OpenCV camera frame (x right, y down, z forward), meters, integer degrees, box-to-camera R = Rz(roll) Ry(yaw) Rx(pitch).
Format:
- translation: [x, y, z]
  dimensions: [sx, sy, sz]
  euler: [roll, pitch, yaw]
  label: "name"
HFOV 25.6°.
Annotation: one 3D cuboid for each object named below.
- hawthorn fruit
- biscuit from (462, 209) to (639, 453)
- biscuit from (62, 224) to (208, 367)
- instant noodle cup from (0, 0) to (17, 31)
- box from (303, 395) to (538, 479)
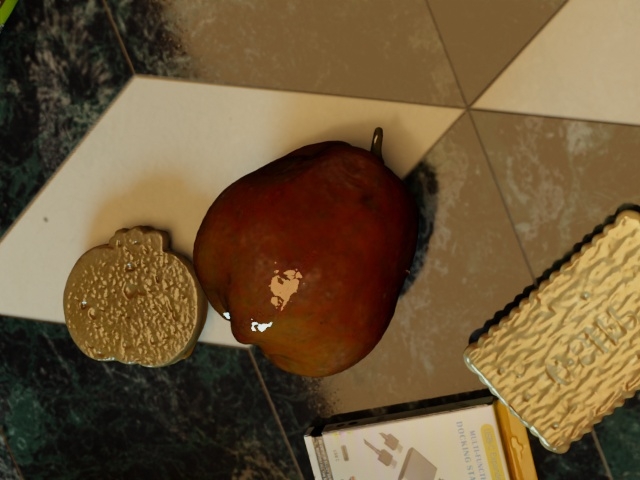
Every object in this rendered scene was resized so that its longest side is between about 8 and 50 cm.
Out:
- translation: [0.000, 0.000, 1.457]
  dimensions: [0.224, 0.224, 0.261]
  euler: [38, 95, 2]
  label: "hawthorn fruit"
- translation: [0.289, 0.098, 1.499]
  dimensions: [0.160, 0.030, 0.250]
  euler: [45, 105, -1]
  label: "biscuit"
- translation: [-0.206, 0.061, 1.598]
  dimensions: [0.170, 0.050, 0.170]
  euler: [1, 94, 14]
  label: "biscuit"
- translation: [-0.471, -0.321, 1.460]
  dimensions: [0.221, 0.311, 0.311]
  euler: [27, 107, 16]
  label: "instant noodle cup"
- translation: [0.112, 0.252, 1.575]
  dimensions: [0.247, 0.033, 0.129]
  euler: [-13, 98, 15]
  label: "box"
